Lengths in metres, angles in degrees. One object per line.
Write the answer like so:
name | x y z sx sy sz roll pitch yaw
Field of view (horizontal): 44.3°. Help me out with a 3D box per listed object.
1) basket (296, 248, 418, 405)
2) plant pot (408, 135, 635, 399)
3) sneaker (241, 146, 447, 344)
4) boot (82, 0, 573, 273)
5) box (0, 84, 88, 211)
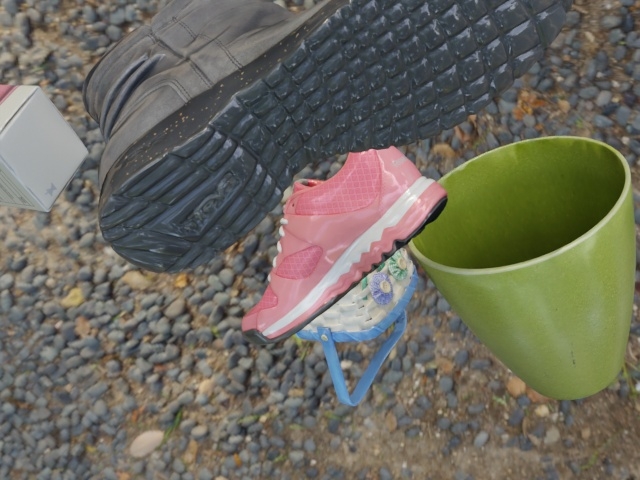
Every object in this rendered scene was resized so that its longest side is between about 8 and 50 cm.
basket | 0.065 0.117 1.414 0.201 0.254 0.288 3 126 30
plant pot | 0.291 0.062 1.026 0.275 0.274 0.293 -20 120 13
sneaker | 0.001 0.000 0.912 0.314 0.116 0.136 -42 84 28
boot | -0.023 -0.143 0.542 0.338 0.222 0.118 -27 132 4
box | -0.504 -0.146 1.201 0.233 0.126 0.148 7 146 27
